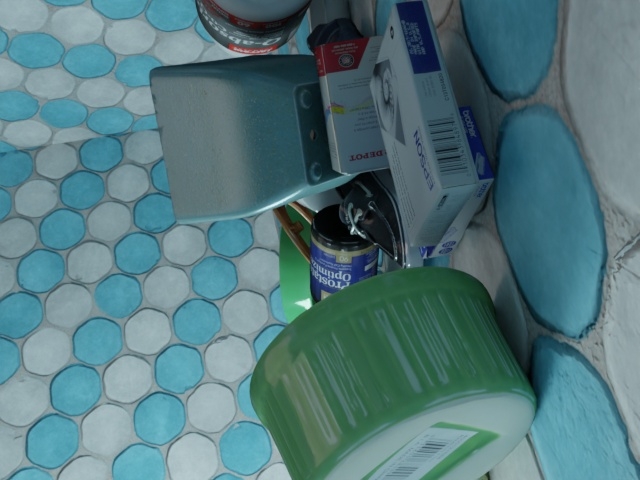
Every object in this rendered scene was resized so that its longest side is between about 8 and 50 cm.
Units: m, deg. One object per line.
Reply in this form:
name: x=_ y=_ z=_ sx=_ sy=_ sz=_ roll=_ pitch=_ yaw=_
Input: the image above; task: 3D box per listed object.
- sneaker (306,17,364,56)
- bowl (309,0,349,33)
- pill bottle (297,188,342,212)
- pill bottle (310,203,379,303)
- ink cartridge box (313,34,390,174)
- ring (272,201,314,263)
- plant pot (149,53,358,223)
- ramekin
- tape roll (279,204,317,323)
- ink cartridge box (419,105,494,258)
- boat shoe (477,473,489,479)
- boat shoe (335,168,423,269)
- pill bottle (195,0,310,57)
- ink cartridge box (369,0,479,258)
sneaker: x=0.035 y=-0.261 z=1.249 sx=0.226 sy=0.086 sz=0.163 roll=100 pitch=149 yaw=-42
bowl: x=0.018 y=-0.412 z=1.348 sx=0.142 sy=0.053 sz=0.142 roll=-115 pitch=16 yaw=-63
pill bottle: x=-0.005 y=-0.151 z=1.457 sx=0.283 sy=0.161 sz=0.161 roll=-122 pitch=23 yaw=-68
pill bottle: x=0.042 y=0.053 z=1.330 sx=0.123 sy=0.123 sz=0.219 roll=-110 pitch=17 yaw=-50
ink cartridge box: x=0.068 y=-0.188 z=1.017 sx=0.072 sy=0.127 sz=0.175 roll=-135 pitch=35 yaw=-75
ring: x=0.000 y=0.000 z=1.563 sx=0.336 sy=0.032 sz=0.336 roll=49 pitch=-170 yaw=-12
plant pot: x=-0.073 y=-0.165 z=1.149 sx=0.252 sy=0.248 sz=0.247 roll=5 pitch=109 yaw=41
ramekin: x=0.087 y=0.184 z=0.821 sx=0.303 sy=0.303 sz=0.148 roll=89 pitch=161 yaw=-49
tape roll: x=-0.037 y=0.057 z=1.888 sx=0.321 sy=0.077 sz=0.321 roll=-2 pitch=-90 yaw=-81
ink cartridge box: x=0.151 y=-0.064 z=0.900 sx=0.207 sy=0.046 sz=0.097 roll=98 pitch=161 yaw=-66
boat shoe: x=0.212 y=0.372 z=1.039 sx=0.050 sy=0.045 sz=0.135 roll=-127 pitch=28 yaw=-73
boat shoe: x=0.083 y=-0.045 z=1.191 sx=0.301 sy=0.102 sz=0.108 roll=-111 pitch=14 yaw=-53
pill bottle: x=-0.121 y=-0.452 z=1.328 sx=0.363 sy=0.210 sz=0.210 roll=-177 pitch=76 yaw=-81
ink cartridge box: x=0.104 y=-0.113 z=0.840 sx=0.224 sy=0.045 sz=0.223 roll=100 pitch=160 yaw=-68
